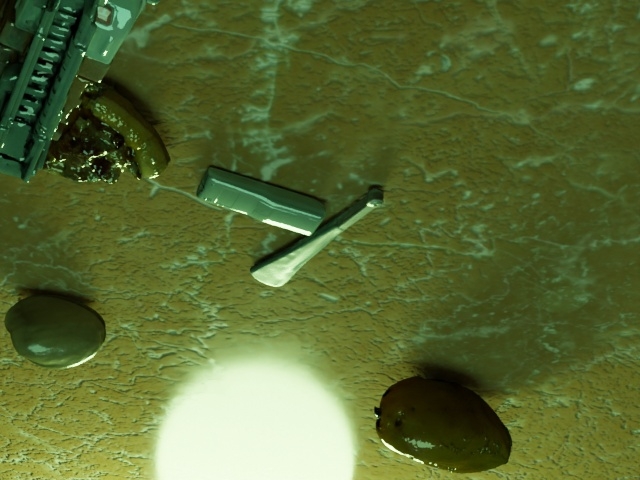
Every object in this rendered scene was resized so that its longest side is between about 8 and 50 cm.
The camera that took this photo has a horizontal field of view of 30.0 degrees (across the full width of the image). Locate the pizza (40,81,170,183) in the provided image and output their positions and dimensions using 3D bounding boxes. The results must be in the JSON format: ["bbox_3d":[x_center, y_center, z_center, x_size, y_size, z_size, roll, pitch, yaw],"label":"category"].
[{"bbox_3d":[-0.290,-0.113,1.424,0.193,0.069,0.154,-13,143,24],"label":"pizza"}]

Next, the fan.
[{"bbox_3d":[0.000,0.000,1.593,0.057,0.023,0.282,27,142,-26],"label":"fan"}]

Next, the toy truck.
[{"bbox_3d":[-0.257,-0.206,1.179,0.133,0.184,0.338,20,144,-22],"label":"toy truck"}]

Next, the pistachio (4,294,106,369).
[{"bbox_3d":[-0.397,0.137,1.792,0.149,0.113,0.113,-2,148,-16],"label":"pistachio"}]

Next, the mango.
[{"bbox_3d":[0.200,0.301,1.897,0.248,0.156,0.151,29,105,-27],"label":"mango"}]

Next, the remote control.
[{"bbox_3d":[-0.076,-0.047,1.526,0.162,0.029,0.061,16,143,-14],"label":"remote control"}]
